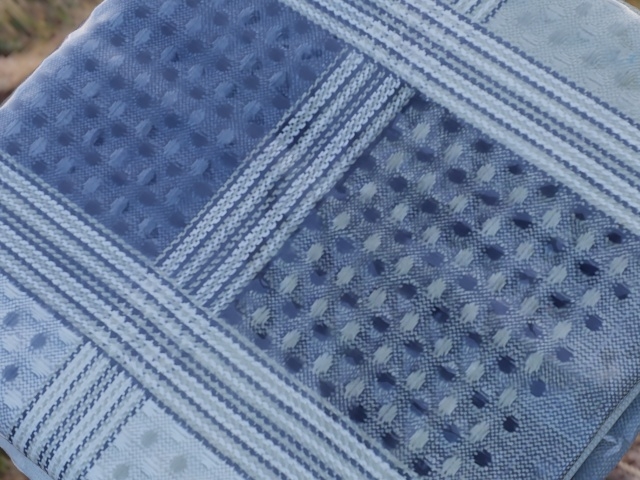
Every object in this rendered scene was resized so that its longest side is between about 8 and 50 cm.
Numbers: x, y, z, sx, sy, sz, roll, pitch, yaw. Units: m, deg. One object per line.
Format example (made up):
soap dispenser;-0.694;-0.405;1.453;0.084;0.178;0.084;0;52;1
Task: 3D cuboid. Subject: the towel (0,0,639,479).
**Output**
towel;0.000;0.000;0.727;0.324;0.056;0.312;36;78;28
